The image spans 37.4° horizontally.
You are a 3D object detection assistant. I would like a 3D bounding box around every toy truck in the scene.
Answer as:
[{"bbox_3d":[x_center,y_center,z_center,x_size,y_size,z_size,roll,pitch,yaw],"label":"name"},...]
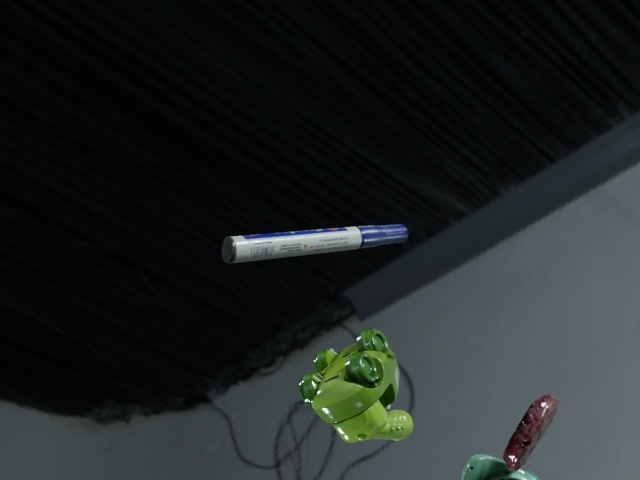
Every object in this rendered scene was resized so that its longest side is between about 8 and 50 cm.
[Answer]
[{"bbox_3d":[0.071,0.274,1.653,0.148,0.187,0.211,-27,84,26],"label":"toy truck"}]

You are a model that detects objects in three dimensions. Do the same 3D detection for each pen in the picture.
[{"bbox_3d":[0.000,0.000,0.895,0.025,0.204,0.025,13,105,55],"label":"pen"}]

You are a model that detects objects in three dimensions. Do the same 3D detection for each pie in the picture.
[{"bbox_3d":[0.356,0.322,1.597,0.038,0.153,0.154,31,90,21],"label":"pie"}]

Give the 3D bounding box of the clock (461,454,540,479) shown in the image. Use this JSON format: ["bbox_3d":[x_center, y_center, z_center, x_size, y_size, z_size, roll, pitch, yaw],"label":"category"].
[{"bbox_3d":[0.333,0.471,1.675,0.188,0.060,0.148,14,86,9],"label":"clock"}]
